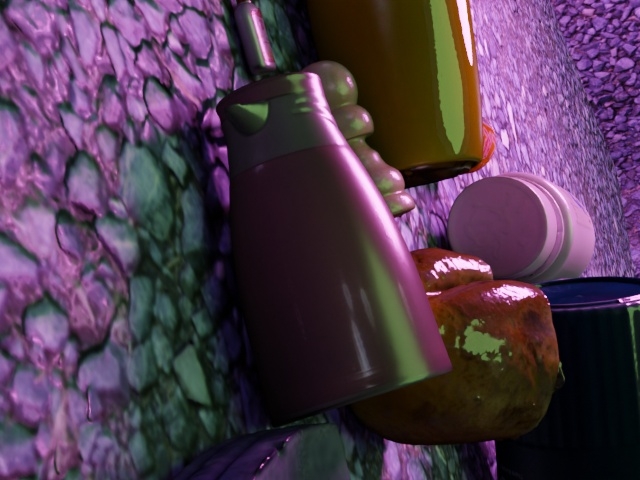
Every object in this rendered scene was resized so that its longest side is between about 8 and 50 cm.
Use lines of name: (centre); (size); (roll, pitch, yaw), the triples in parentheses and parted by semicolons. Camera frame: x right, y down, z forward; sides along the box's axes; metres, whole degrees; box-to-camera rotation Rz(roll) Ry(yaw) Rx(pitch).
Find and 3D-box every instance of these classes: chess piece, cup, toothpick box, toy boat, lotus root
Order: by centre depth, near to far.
toy boat: (-0.051, 0.201, 0.685); (0.283, 0.078, 0.127); (-25, 103, -70)
lotus root: (0.097, 0.088, 0.998); (0.180, 0.188, 0.199); (23, 56, -51)
chess piece: (0.019, -0.091, 1.058); (0.170, 0.094, 0.094); (67, 21, 3)
toothpick box: (0.084, -0.187, 1.156); (0.175, 0.175, 0.271); (2, 77, -68)
cup: (0.334, 0.198, 1.354); (0.308, 0.242, 0.292); (-30, 114, -73)

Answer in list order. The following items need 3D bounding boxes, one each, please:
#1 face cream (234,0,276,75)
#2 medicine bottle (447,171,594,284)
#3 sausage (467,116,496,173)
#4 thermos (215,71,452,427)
face cream: (-0.063, -0.194, 0.997); (0.040, 0.021, 0.083); (-22, 96, -70)
medicine bottle: (0.284, -0.009, 1.531); (0.293, 0.170, 0.170); (6, 70, -67)
sausage: (0.142, -0.148, 1.381); (0.312, 0.093, 0.093); (11, 66, -67)
thermos: (0.000, 0.000, 0.866); (0.176, 0.146, 0.265); (4, 67, -64)
